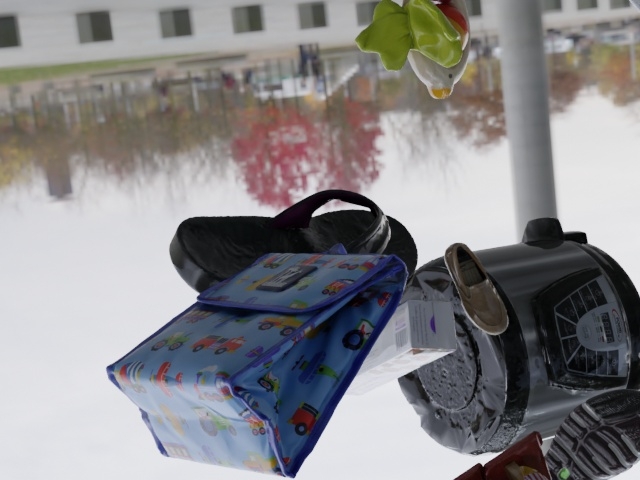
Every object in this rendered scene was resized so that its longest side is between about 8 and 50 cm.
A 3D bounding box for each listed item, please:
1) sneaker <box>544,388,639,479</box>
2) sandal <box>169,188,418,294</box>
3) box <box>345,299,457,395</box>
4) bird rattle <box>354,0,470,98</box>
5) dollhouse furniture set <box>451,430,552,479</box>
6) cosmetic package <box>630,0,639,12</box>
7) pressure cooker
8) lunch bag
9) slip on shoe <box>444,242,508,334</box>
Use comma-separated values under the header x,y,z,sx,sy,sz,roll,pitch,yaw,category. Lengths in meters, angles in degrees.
x,y,z,sx,sy,sz,roll,pitch,yaw,category
0.397,0.297,1.538,0.162,0.106,0.281,-9,144,-51,sneaker
0.000,0.002,1.477,0.446,0.107,0.167,-6,-133,-47,sandal
0.084,0.149,1.437,0.063,0.067,0.324,4,160,-19,box
0.152,-0.319,1.511,0.143,0.207,0.253,-7,-132,26,bird rattle
0.266,0.421,1.157,0.152,0.374,0.201,-27,-155,-10,dollhouse furniture set
0.410,-0.239,1.038,0.161,0.453,0.230,-43,142,22,cosmetic package
0.386,0.176,1.966,0.420,0.369,0.375,-7,-139,-31,pressure cooker
-0.048,0.105,1.185,0.221,0.138,0.293,-3,-147,46,lunch bag
0.209,0.063,1.427,0.051,0.135,0.041,-23,174,-8,slip on shoe
